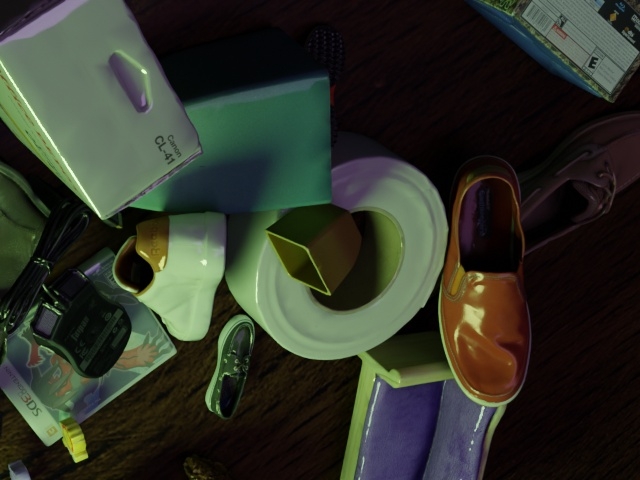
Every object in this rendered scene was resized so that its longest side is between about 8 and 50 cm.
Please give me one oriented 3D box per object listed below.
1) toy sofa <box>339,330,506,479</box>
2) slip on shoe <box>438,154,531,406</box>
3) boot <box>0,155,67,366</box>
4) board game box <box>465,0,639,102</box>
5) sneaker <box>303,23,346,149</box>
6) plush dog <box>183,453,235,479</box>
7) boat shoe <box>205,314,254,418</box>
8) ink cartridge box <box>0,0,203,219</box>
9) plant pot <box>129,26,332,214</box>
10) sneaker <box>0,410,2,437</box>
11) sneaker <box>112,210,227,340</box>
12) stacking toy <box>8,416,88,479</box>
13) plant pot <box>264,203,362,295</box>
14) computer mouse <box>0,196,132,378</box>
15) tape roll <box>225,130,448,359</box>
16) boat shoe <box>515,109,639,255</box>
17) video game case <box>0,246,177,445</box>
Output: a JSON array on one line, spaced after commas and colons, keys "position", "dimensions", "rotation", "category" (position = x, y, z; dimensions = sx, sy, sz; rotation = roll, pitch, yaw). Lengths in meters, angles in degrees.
[{"position": [0.122, 0.322, 2.003], "dimensions": [0.150, 0.177, 0.362], "rotation": [-4, 117, -31], "category": "toy sofa"}, {"position": [0.216, 0.056, 1.855], "dimensions": [0.123, 0.101, 0.331], "rotation": [0, 96, 3], "category": "slip on shoe"}, {"position": [-0.394, 0.015, 1.566], "dimensions": [0.263, 0.091, 0.229], "rotation": [36, 90, -41], "category": "boot"}, {"position": [0.349, -0.366, 1.811], "dimensions": [0.232, 0.141, 0.291], "rotation": [32, 94, -39], "category": "board game box"}, {"position": [-0.013, -0.181, 1.737], "dimensions": [0.057, 0.075, 0.161], "rotation": [7, 83, -28], "category": "sneaker"}, {"position": [-0.153, 0.418, 1.888], "dimensions": [0.225, 0.211, 0.262], "rotation": [-49, 142, -39], "category": "plush dog"}, {"position": [-0.112, 0.166, 1.860], "dimensions": [0.049, 0.040, 0.142], "rotation": [4, 112, -34], "category": "boat shoe"}, {"position": [-0.273, -0.186, 1.403], "dimensions": [0.131, 0.306, 0.226], "rotation": [-37, 128, -12], "category": "ink cartridge box"}, {"position": [-0.127, -0.127, 1.629], "dimensions": [0.234, 0.165, 0.165], "rotation": [-11, 120, -18], "category": "plant pot"}, {"position": [-0.396, 0.227, 1.651], "dimensions": [0.077, 0.072, 0.178], "rotation": [-23, 87, -33], "category": "sneaker"}, {"position": [-0.181, 0.038, 1.664], "dimensions": [0.123, 0.105, 0.290], "rotation": [1, 155, -9], "category": "sneaker"}, {"position": [-0.361, 0.331, 1.765], "dimensions": [0.167, 0.052, 0.221], "rotation": [-21, 133, -22], "category": "stacking toy"}, {"position": [0.000, 0.000, 1.696], "dimensions": [0.083, 0.081, 0.081], "rotation": [-44, 129, -21], "category": "plant pot"}, {"position": [-0.277, 0.047, 1.628], "dimensions": [0.184, 0.060, 0.262], "rotation": [-61, 155, -9], "category": "computer mouse"}, {"position": [0.022, 0.008, 1.826], "dimensions": [0.286, 0.100, 0.286], "rotation": [-14, 120, -26], "category": "tape roll"}, {"position": [0.359, -0.068, 1.993], "dimensions": [0.341, 0.110, 0.121], "rotation": [-30, 126, -16], "category": "boat shoe"}, {"position": [-0.296, 0.131, 1.736], "dimensions": [0.201, 0.023, 0.183], "rotation": [-37, 128, -12], "category": "video game case"}]
